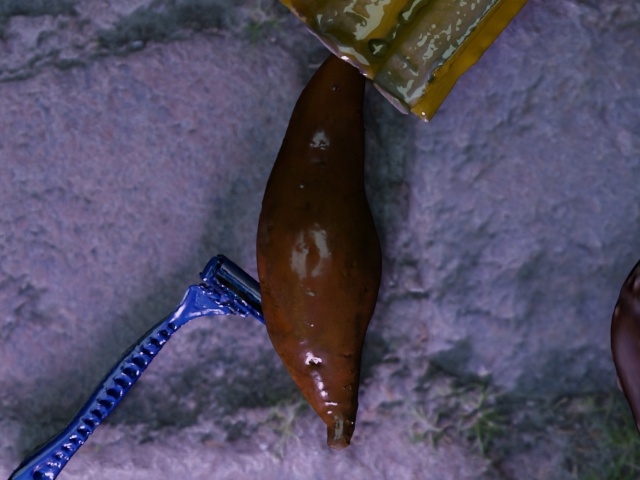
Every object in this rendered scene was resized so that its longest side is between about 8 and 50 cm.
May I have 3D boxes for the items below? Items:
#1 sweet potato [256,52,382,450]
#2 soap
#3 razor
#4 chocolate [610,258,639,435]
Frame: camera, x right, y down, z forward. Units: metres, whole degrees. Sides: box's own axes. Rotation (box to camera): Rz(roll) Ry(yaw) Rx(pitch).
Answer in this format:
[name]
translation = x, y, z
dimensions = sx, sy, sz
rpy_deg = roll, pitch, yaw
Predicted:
[sweet potato]
translation = -0.001, 0.005, 1.576
dimensions = 0.112, 0.112, 0.359
rpy_deg = -4, 88, 13
[soap]
translation = 0.112, -0.278, 1.511
dimensions = 0.199, 0.091, 0.315
rpy_deg = 41, 98, 16
[razor]
translation = -0.180, 0.135, 1.640
dimensions = 0.324, 0.093, 0.056
rpy_deg = -43, 38, 11
[chocolate]
translation = 0.373, 0.035, 1.433
dimensions = 0.340, 0.225, 0.210
rpy_deg = -42, 65, 7
